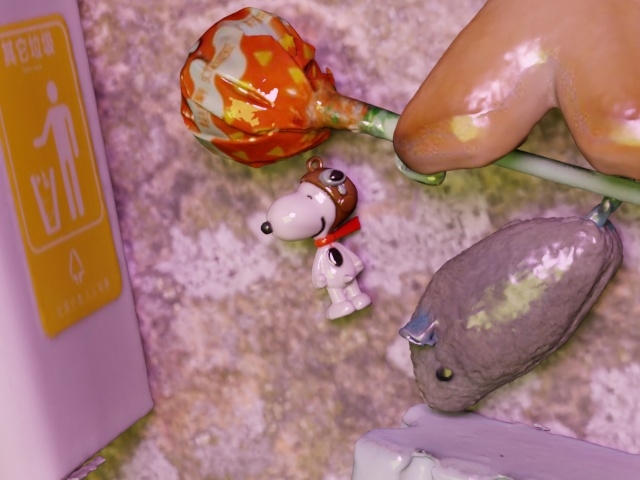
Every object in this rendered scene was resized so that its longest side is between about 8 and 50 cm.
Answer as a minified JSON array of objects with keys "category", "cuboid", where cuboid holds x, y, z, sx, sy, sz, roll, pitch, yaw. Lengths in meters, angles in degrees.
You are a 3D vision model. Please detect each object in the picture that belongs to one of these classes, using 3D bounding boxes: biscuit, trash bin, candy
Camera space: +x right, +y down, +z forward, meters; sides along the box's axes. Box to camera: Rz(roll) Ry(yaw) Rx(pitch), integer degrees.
[{"category":"biscuit","cuboid":[0.127,-0.128,0.940,0.164,0.047,0.208,4,70,23]},{"category":"trash bin","cuboid":[-0.262,-0.033,1.074,0.296,0.256,0.367,-12,99,17]},{"category":"candy","cuboid":[0.050,-0.059,0.998,0.288,0.078,0.084,16,65,29]}]

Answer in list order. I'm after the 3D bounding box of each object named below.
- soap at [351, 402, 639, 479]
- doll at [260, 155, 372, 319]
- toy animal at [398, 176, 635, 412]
[{"category":"soap","cuboid":[0.093,0.249,1.019,0.173,0.095,0.289,12,102,23]},{"category":"doll","cuboid":[0.006,-0.001,1.060,0.058,0.040,0.085,-42,101,-16]},{"category":"toy animal","cuboid":[0.125,-0.010,0.990,0.079,0.070,0.253,34,107,4]}]
